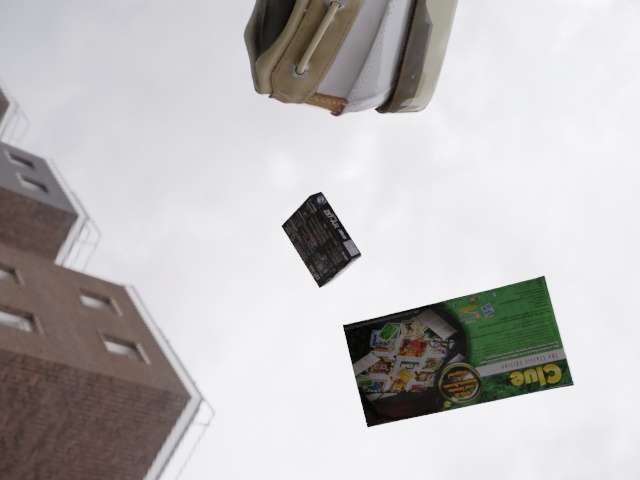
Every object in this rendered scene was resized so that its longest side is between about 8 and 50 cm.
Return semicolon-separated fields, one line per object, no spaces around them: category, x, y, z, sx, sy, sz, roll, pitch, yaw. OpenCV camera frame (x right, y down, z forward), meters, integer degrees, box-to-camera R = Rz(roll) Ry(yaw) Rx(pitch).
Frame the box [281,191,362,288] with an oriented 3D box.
box;0.000;0.000;0.898;0.083;0.018;0.067;57;-43;12

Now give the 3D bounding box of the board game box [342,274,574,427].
board game box;0.166;0.139;1.039;0.260;0.030;0.136;-15;-99;16

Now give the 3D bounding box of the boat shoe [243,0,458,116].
boat shoe;0.019;-0.196;0.413;0.113;0.103;0.302;-113;-158;-52
